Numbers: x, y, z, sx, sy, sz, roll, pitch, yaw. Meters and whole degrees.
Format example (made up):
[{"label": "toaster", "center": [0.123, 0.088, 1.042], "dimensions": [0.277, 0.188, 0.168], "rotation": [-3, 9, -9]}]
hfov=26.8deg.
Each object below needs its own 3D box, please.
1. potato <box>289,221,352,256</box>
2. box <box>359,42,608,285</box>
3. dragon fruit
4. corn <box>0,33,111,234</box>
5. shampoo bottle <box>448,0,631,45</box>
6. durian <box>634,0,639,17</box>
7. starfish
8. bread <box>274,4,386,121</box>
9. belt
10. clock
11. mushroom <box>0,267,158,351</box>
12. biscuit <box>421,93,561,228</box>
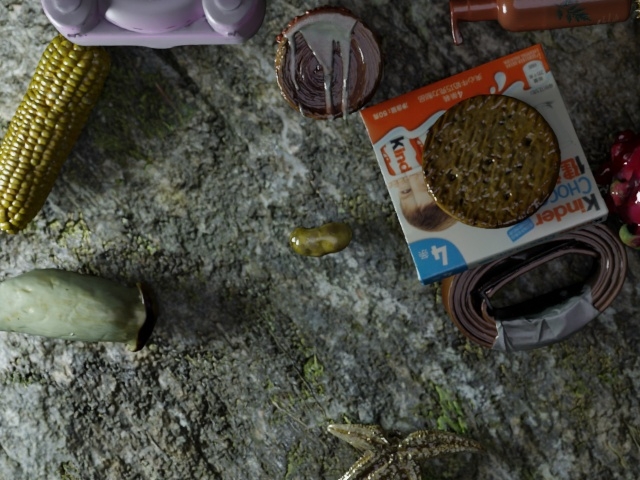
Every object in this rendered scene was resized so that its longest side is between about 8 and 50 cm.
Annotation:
[{"label": "potato", "center": [0.000, 0.000, 1.933], "dimensions": [0.092, 0.045, 0.046], "rotation": [-9, 137, 0]}, {"label": "box", "center": [0.222, -0.105, 1.855], "dimensions": [0.273, 0.048, 0.265], "rotation": [-21, 76, 4]}, {"label": "dragon fruit", "center": [0.518, -0.072, 1.834], "dimensions": [0.273, 0.198, 0.218], "rotation": [-4, 145, -21]}, {"label": "corn", "center": [-0.389, -0.153, 1.885], "dimensions": [0.102, 0.102, 0.313], "rotation": [29, 102, -4]}, {"label": "shampoo bottle", "center": [0.298, -0.325, 1.844], "dimensions": [0.244, 0.085, 0.085], "rotation": [-8, 101, 4]}, {"label": "durian", "center": [0.497, -0.307, 1.806], "dimensions": [0.137, 0.168, 0.158], "rotation": [-10, 99, 37]}, {"label": "starfish", "center": [0.119, 0.342, 1.995], "dimensions": [0.247, 0.050, 0.138], "rotation": [7, 103, 3]}, {"label": "bread", "center": [0.013, -0.248, 1.870], "dimensions": [0.160, 0.073, 0.160], "rotation": [1, 102, 5]}, {"label": "belt", "center": [0.304, 0.058, 1.908], "dimensions": [0.261, 0.105, 0.184], "rotation": [-28, 97, 3]}, {"label": "clock", "center": [-0.216, -0.418, 1.784], "dimensions": [0.295, 0.113, 0.322], "rotation": [0, 83, 4]}, {"label": "mushroom", "center": [-0.399, 0.091, 1.941], "dimensions": [0.333, 0.087, 0.107], "rotation": [8, 102, 2]}, {"label": "biscuit", "center": [0.229, -0.106, 1.815], "dimensions": [0.188, 0.027, 0.188], "rotation": [-2, 80, 9]}]
